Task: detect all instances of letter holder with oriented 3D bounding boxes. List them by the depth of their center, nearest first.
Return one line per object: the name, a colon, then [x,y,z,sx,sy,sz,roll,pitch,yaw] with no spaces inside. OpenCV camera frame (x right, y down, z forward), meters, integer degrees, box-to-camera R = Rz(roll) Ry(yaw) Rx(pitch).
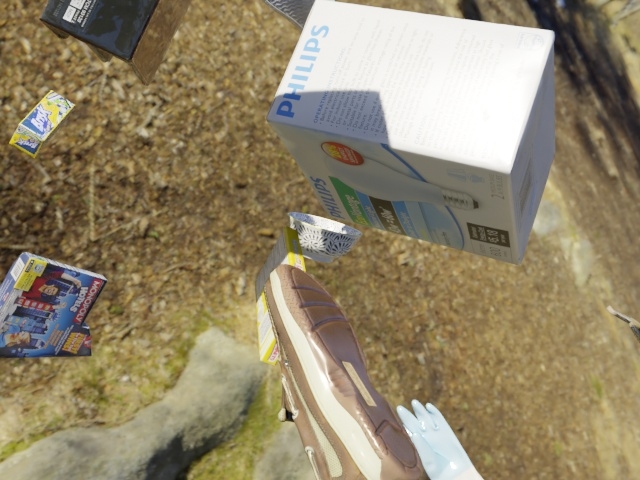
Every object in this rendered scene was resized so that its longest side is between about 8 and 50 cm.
letter holder: [-0.296,-0.432,1.255,0.152,0.301,0.214,25,-2,-2]

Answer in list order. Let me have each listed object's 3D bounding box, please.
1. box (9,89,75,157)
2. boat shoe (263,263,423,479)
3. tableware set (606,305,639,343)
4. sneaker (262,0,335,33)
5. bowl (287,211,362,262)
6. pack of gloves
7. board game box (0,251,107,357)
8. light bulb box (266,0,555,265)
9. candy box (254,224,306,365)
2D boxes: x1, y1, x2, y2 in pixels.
box: [-0.568,-0.240,1.571,0.059,0.054,0.168,33,32,-15]
boat shoe: [-0.009,0.135,0.712,0.095,0.095,0.257,28,25,-44]
tableware set: [0.390,0.122,0.800,0.194,0.039,0.128,24,25,-41]
sneaker: [-0.055,-0.424,1.233,0.256,0.094,0.151,45,17,-45]
bowl: [0.000,0.000,1.665,0.170,0.170,0.080,2,105,-57]
pack of gloves: [0.140,0.374,1.160,0.232,0.195,0.046,57,0,7]
board game box: [-0.456,0.123,1.297,0.194,0.194,0.060,24,11,-45]
light bulb box: [0.161,-0.161,1.204,0.225,0.361,0.358,-68,157,-16]
candy box: [-0.054,0.068,1.034,0.027,0.105,0.206,25,21,-18]
